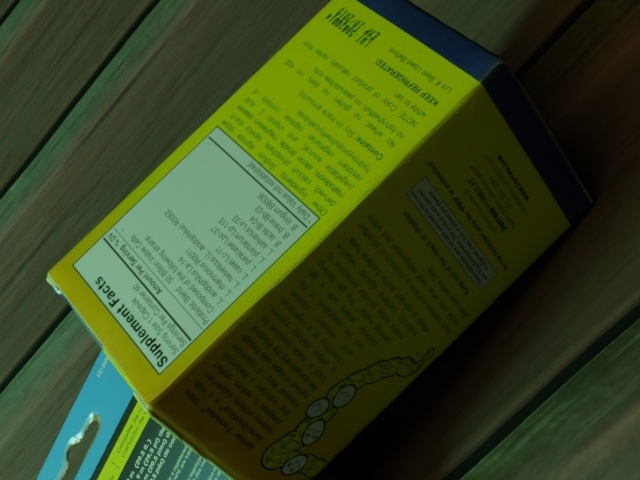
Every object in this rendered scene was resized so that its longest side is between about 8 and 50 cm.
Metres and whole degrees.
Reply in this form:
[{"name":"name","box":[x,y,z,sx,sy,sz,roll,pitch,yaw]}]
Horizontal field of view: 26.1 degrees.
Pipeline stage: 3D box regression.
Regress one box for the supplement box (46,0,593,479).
[{"name":"supplement box","box":[0.000,0.000,1.093,0.356,0.195,0.194,-44,44,-2]}]

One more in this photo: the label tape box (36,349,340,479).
[{"name":"label tape box","box":[-0.122,0.262,1.241,0.334,0.106,0.240,32,96,47]}]
